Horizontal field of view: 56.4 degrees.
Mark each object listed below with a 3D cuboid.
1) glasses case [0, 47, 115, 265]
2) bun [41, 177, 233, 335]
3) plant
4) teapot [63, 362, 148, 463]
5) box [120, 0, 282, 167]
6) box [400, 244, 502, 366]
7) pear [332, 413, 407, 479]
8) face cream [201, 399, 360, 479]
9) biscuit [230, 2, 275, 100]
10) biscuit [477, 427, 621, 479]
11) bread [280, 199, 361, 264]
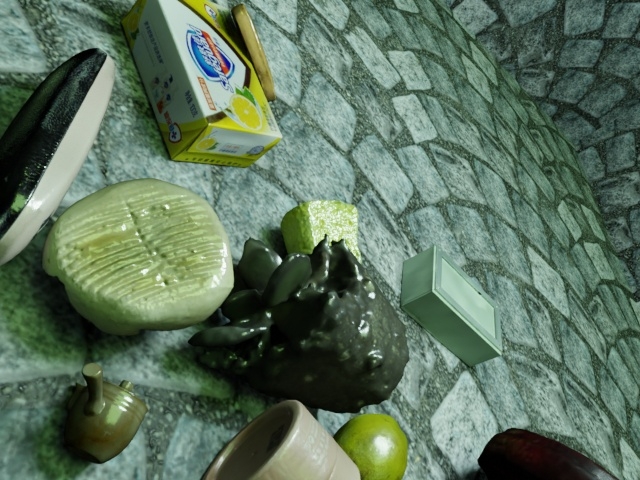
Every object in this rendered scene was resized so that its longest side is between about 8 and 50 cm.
[{"bbox_3d":[-0.300,-0.101,0.647,0.075,0.122,0.314,41,36,-34],"label":"glasses case"},{"bbox_3d":[-0.202,0.029,0.665,0.193,0.128,0.178,-19,71,-31],"label":"bun"},{"bbox_3d":[-0.022,0.102,0.785,0.276,0.199,0.188,37,33,-33],"label":"plant"},{"bbox_3d":[-0.219,0.158,0.571,0.085,0.110,0.080,14,53,13],"label":"teapot"},{"bbox_3d":[-0.186,-0.252,0.935,0.168,0.097,0.265,0,63,-53],"label":"box"},{"bbox_3d":[0.268,0.134,1.206,0.225,0.086,0.129,41,37,-24],"label":"box"},{"bbox_3d":[0.065,0.294,0.811,0.131,0.107,0.107,-37,94,-45],"label":"pear"},{"bbox_3d":[-0.045,0.264,0.651,0.104,0.149,0.149,50,35,-9],"label":"face cream"},{"bbox_3d":[-0.114,-0.325,1.041,0.220,0.029,0.142,71,-4,-60],"label":"biscuit"},{"bbox_3d":[0.433,0.444,0.920,0.091,0.407,0.407,-44,102,-16],"label":"biscuit"},{"bbox_3d":[0.000,0.000,0.956,0.129,0.111,0.114,2,64,-30],"label":"bread"}]
